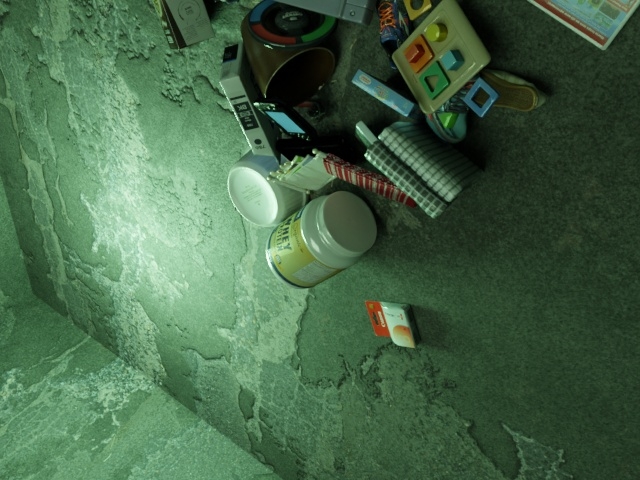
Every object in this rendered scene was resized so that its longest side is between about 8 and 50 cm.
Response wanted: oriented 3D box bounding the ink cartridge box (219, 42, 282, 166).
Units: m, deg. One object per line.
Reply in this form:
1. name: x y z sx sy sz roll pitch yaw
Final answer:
1. ink cartridge box: -0.192 -0.372 1.843 0.065 0.165 0.332 -13 136 12

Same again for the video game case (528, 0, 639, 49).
1. video game case: 0.547 -0.538 1.241 0.204 0.025 0.285 39 138 12

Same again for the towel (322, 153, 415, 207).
1. towel: 0.141 -0.158 1.746 0.275 0.031 0.199 22 177 6

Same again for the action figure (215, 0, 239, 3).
1. action figure: -0.223 -0.750 1.665 0.341 0.178 0.330 61 152 30

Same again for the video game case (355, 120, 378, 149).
1. video game case: 0.159 -0.229 1.735 0.190 0.022 0.173 50 -178 1

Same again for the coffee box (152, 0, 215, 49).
1. coffee box: -0.420 -0.711 1.863 0.168 0.119 0.297 35 147 63

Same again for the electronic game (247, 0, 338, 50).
1. electronic game: -0.069 -0.552 1.630 0.229 0.229 0.048 30 149 22

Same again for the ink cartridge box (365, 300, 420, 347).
1. ink cartridge box: 0.225 0.269 2.109 0.179 0.045 0.145 -1 118 39

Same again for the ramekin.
1. ramekin: -0.178 -0.166 2.085 0.273 0.127 0.273 23 133 28

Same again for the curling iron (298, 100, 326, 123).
1. curling iron: -0.097 -0.391 1.917 0.274 0.035 0.068 16 128 33

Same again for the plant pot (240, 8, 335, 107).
1. plant pot: -0.111 -0.510 1.740 0.230 0.215 0.215 56 142 20

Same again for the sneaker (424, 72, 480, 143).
1. sneaker: 0.304 -0.348 1.486 0.125 0.104 0.262 19 123 61

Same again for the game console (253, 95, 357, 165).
1. game console: -0.063 -0.292 1.793 0.213 0.044 0.361 1 160 32

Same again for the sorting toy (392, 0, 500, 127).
1. sorting toy: 0.254 -0.407 1.435 0.196 0.047 0.347 -39 71 41

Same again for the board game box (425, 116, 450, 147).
1. board game box: 0.306 -0.285 1.592 0.020 0.090 0.090 -27 100 46

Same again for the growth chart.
1. growth chart: -0.034 -0.199 1.902 0.172 0.021 0.237 24 148 -33

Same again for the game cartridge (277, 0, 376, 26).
1. game cartridge: -0.008 -0.669 1.555 0.355 0.068 0.230 24 112 27

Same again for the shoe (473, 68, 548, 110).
1. shoe: 0.414 -0.340 1.471 0.219 0.058 0.076 36 136 44

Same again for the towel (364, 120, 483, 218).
1. towel: 0.248 -0.179 1.571 0.235 0.284 0.121 42 115 8

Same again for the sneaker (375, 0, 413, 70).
1. sneaker: 0.176 -0.508 1.548 0.083 0.087 0.221 -7 114 44

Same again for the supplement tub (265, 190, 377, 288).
1. supplement tub: 0.000 0.000 1.970 0.228 0.228 0.316 53 139 -3

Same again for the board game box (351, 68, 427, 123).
1. board game box: 0.181 -0.345 1.577 0.160 0.211 0.039 36 108 16
